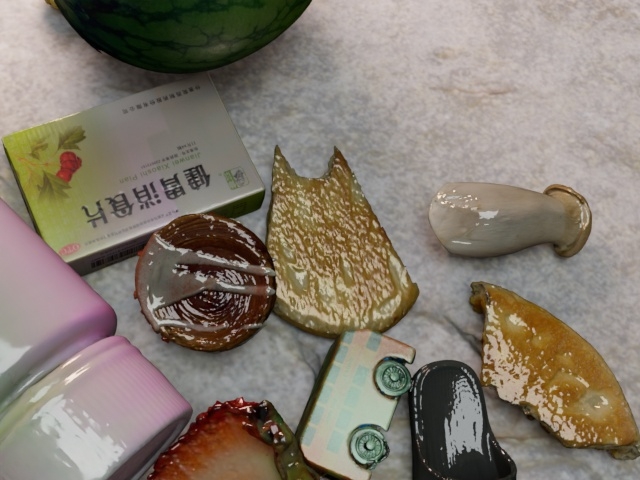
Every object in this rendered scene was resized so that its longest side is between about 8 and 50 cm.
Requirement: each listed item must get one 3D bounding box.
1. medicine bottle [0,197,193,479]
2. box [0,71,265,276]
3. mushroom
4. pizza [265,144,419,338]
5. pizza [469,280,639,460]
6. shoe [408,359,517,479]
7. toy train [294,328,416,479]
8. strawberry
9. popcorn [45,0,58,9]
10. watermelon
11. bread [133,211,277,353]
[{"bbox_3d":[-0.326,0.100,0.854,0.388,0.219,0.219,42,68,8],"label":"medicine bottle"},{"bbox_3d":[-0.218,-0.079,1.028,0.260,0.062,0.175,-22,73,-18],"label":"box"},{"bbox_3d":[0.230,-0.026,1.070,0.213,0.088,0.097,-5,37,-17],"label":"mushroom"},{"bbox_3d":[0.000,0.000,1.046,0.181,0.034,0.262,-17,75,-15],"label":"pizza"},{"bbox_3d":[0.268,0.158,1.018,0.271,0.056,0.134,38,65,5],"label":"pizza"},{"bbox_3d":[0.155,0.246,0.935,0.108,0.093,0.241,-6,76,-12],"label":"shoe"},{"bbox_3d":[0.037,0.187,0.957,0.099,0.072,0.188,25,67,-1],"label":"toy train"},{"bbox_3d":[-0.103,0.242,0.889,0.208,0.087,0.167,-21,102,14],"label":"strawberry"},{"bbox_3d":[-0.328,-0.335,1.116,0.083,0.057,0.082,36,66,9],"label":"popcorn"},{"bbox_3d":[-0.158,-0.361,1.006,0.363,0.363,0.363,3,68,-8],"label":"watermelon"},{"bbox_3d":[-0.126,0.047,0.967,0.160,0.073,0.160,0,87,3],"label":"bread"}]
